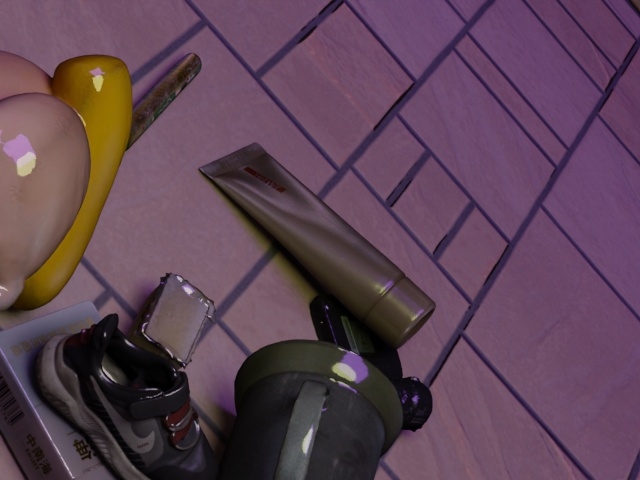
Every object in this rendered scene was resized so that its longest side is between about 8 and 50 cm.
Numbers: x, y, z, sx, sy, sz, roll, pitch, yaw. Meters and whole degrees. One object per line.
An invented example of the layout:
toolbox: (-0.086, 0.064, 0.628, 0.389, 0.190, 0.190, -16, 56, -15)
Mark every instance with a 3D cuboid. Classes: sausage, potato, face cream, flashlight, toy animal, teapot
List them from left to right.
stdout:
toy animal: (-0.359, -0.067, 1.668, 0.247, 0.277, 0.345, 20, 29, 4)
sausage: (-0.211, -0.178, 2.044, 0.033, 0.033, 0.269, 46, 37, -10)
potato: (-0.176, 0.101, 1.836, 0.086, 0.061, 0.122, 41, 37, -15)
teapot: (-0.033, 0.273, 1.697, 0.200, 0.270, 0.337, 16, 44, 2)
face cream: (0.000, 0.000, 2.076, 0.341, 0.084, 0.137, 43, 35, 12)
flashlight: (0.045, 0.200, 1.977, 0.232, 0.093, 0.093, 15, 51, -45)

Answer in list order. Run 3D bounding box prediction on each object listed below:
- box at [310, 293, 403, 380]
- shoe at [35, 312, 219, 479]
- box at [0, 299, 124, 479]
box: (0.051, 0.129, 2.083, 0.125, 0.027, 0.126, 3, 59, -46)
shoe: (-0.181, 0.166, 1.620, 0.227, 0.112, 0.099, 42, 38, -8)
box: (-0.250, 0.195, 1.674, 0.155, 0.067, 0.243, -23, 78, -51)
